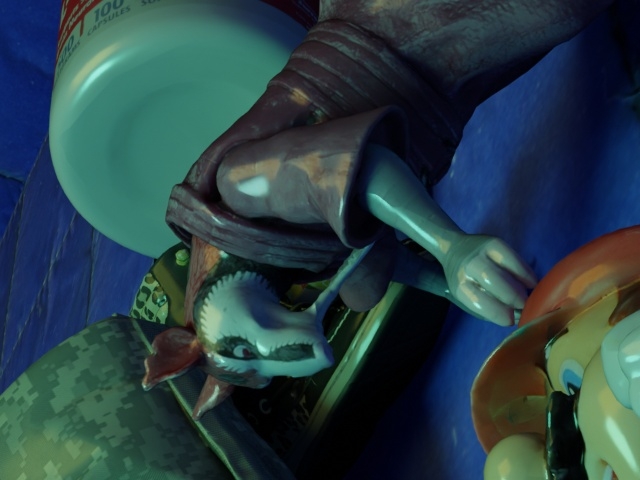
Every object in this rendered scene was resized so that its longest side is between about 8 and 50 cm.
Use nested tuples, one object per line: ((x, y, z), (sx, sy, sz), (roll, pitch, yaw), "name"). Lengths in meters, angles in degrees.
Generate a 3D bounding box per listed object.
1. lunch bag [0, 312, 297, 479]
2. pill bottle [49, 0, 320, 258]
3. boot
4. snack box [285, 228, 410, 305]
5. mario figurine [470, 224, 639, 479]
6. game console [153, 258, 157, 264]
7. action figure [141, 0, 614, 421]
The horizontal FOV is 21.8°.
((-0.099, 0.218, 0.946), (0.305, 0.212, 0.256), (49, 117, 45), "lunch bag")
((-0.105, -0.187, 1.404), (0.408, 0.229, 0.229), (-97, 30, -52), "pill bottle")
((-0.029, 0.047, 1.042), (0.178, 0.085, 0.236), (46, 132, 21), "boot")
((0.000, 0.000, 1.171), (0.207, 0.070, 0.175), (126, 154, -42), "snack box")
((0.123, 0.104, 0.542), (0.320, 0.170, 0.198), (-122, 50, -65), "mario figurine")
((-0.103, 0.013, 1.515), (0.361, 0.044, 0.213), (-94, 28, -49), "game console")
((0.022, -0.077, 0.823), (0.370, 0.275, 0.248), (-49, -6, -15), "action figure")
